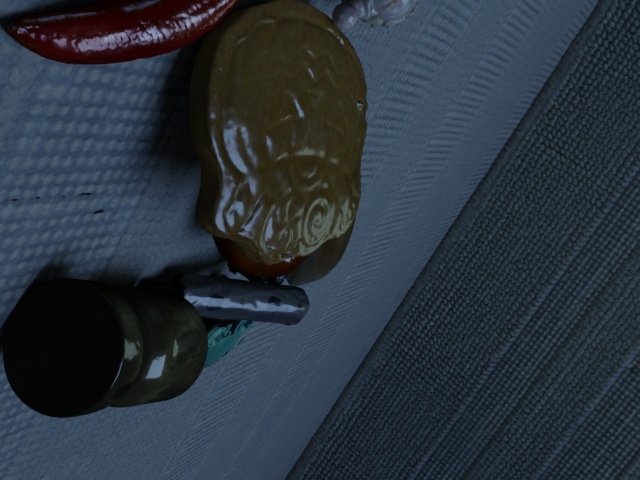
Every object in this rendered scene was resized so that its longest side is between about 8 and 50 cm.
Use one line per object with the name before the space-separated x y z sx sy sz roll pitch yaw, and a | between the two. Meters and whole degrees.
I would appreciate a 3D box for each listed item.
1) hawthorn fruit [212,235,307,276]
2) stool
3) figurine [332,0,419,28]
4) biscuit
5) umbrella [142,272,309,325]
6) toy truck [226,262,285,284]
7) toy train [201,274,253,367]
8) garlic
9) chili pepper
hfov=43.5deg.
hawthorn fruit | -0.095 -0.039 1.351 0.196 0.196 0.225 -54 -168 1
stool | -0.292 0.150 1.140 0.179 0.179 0.264 -55 163 4
figurine | 0.074 -0.388 1.153 0.257 0.144 0.182 59 49 -70
biscuit | -0.039 -0.149 1.138 0.385 0.062 0.365 -10 106 -56
umbrella | -0.159 0.103 1.403 0.337 0.067 0.073 10 119 -43
toy truck | -0.083 -0.018 1.496 0.216 0.110 0.116 -51 159 -12
toy train | -0.214 0.163 1.507 0.203 0.112 0.163 -23 153 -56
garlic | 0.003 -0.006 1.684 0.143 0.112 0.318 -62 179 -34
chili pepper | -0.150 -0.273 0.844 0.368 0.092 0.137 -49 152 -24
